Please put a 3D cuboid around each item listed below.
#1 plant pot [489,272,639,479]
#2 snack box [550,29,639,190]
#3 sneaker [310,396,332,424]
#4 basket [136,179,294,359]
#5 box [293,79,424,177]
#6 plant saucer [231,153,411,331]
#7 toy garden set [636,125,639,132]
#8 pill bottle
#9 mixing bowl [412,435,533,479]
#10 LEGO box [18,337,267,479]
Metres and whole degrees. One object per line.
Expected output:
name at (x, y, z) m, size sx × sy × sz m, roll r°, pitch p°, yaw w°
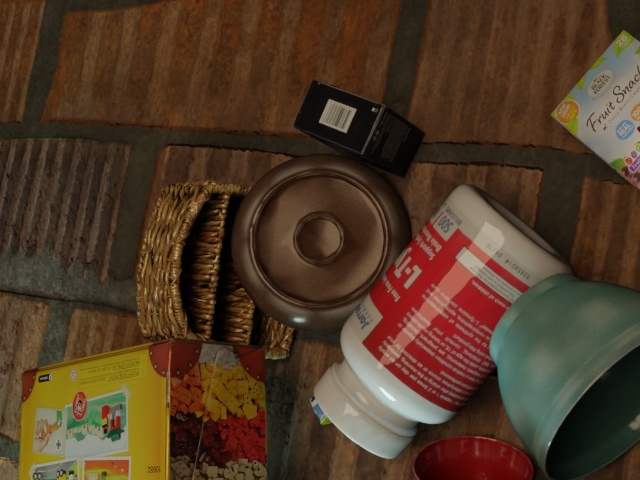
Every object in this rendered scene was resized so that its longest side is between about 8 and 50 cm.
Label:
plant pot at (0.366, 0.170, 1.619) m, size 0.293 × 0.293 × 0.196 m, roll -51°, pitch 54°, yaw 12°
snack box at (0.488, -0.191, 1.747) m, size 0.174 × 0.070 × 0.207 m, roll -51°, pitch 58°, yaw 12°
sneaker at (0.035, 0.246, 1.934) m, size 0.144 × 0.053 × 0.059 m, roll -48°, pitch 58°, yaw 12°
basket at (-0.175, 0.048, 2.008) m, size 0.223 × 0.213 × 0.299 m, roll 4°, pitch 82°, yaw 32°
box at (0.067, -0.190, 1.947) m, size 0.156 × 0.158 × 0.093 m, roll 25°, pitch 92°, yaw 33°
plant saucer at (0.000, 0.000, 1.935) m, size 0.311 × 0.050 × 0.310 m, roll 0°, pitch 83°, yaw 4°
toy garden set at (0.596, -0.135, 1.627) m, size 0.244 × 0.049 × 0.204 m, roll -35°, pitch 86°, yaw 15°
pill bottle at (0.180, 0.132, 1.767) m, size 0.407 × 0.229 × 0.229 m, roll -51°, pitch 59°, yaw 11°
mixing bowl at (0.231, 0.385, 1.734) m, size 0.181 × 0.181 × 0.098 m, roll 12°, pitch 114°, yaw 32°
LEGO box at (-0.317, 0.385, 1.950) m, size 0.500 × 0.193 × 0.372 m, roll -15°, pitch 71°, yaw 47°
